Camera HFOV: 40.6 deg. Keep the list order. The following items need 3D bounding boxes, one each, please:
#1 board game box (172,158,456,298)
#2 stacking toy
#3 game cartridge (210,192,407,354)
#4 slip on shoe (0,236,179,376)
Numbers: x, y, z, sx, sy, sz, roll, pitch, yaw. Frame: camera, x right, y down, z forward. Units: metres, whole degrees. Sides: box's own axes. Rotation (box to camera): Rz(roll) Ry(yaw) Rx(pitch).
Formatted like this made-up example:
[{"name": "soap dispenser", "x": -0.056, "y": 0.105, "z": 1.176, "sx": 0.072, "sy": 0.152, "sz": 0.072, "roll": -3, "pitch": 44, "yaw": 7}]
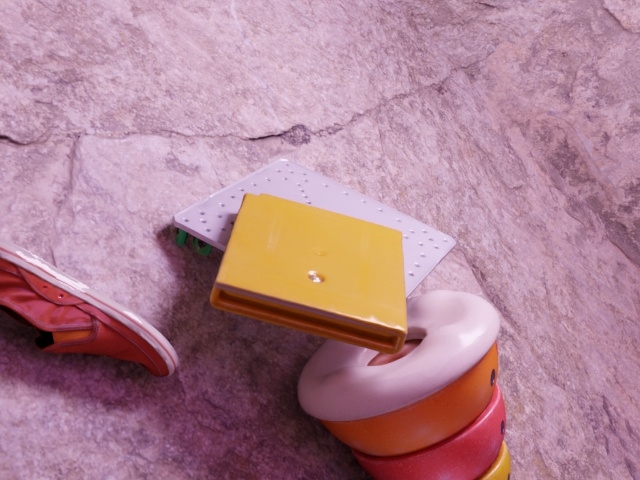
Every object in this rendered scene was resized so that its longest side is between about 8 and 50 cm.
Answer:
[{"name": "board game box", "x": 0.000, "y": 0.000, "z": 1.523, "sx": 0.390, "sy": 0.050, "sz": 0.390, "roll": 27, "pitch": 30, "yaw": 16}, {"name": "stacking toy", "x": 0.204, "y": 0.355, "z": 1.446, "sx": 0.479, "sy": 0.351, "sz": 0.350, "roll": 65, "pitch": 32, "yaw": -14}, {"name": "game cartridge", "x": -0.007, "y": 0.038, "z": 1.356, "sx": 0.286, "sy": 0.052, "sz": 0.323, "roll": 15, "pitch": 26, "yaw": -4}, {"name": "slip on shoe", "x": -0.335, "y": 0.109, "z": 1.153, "sx": 0.331, "sy": 0.123, "sz": 0.101, "roll": 36, "pitch": 69, "yaw": -31}]
